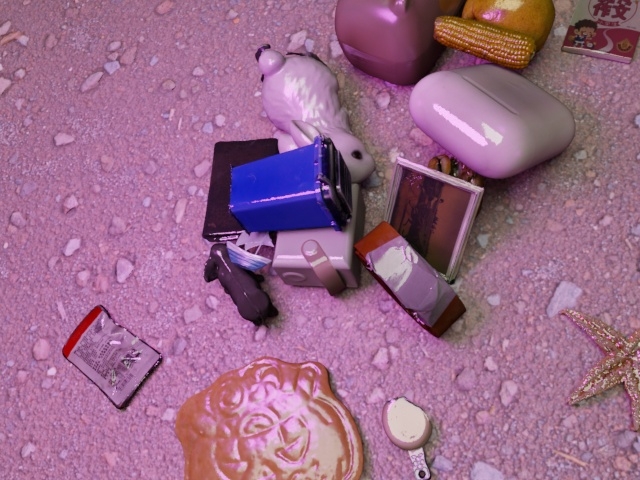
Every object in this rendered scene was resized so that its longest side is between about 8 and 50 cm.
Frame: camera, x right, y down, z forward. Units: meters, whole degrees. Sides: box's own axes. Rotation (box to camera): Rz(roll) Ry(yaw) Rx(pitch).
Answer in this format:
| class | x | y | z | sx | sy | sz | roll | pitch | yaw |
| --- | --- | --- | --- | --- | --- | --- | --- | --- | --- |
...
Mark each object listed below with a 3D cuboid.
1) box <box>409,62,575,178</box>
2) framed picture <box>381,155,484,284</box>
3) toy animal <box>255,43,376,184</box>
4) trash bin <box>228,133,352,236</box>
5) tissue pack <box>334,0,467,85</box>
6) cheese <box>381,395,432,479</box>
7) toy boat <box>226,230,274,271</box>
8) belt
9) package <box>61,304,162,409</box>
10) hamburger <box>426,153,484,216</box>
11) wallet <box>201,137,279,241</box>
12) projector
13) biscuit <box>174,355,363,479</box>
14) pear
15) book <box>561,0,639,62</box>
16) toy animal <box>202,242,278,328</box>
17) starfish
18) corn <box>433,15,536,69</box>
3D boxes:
| class | x | y | z | sx | sy | sz | roll | pitch | yaw |
| --- | --- | --- | --- | --- | --- | --- | --- | --- | --- |
| box | 0.374 | -0.266 | 1.365 | 0.349 | 0.141 | 0.288 | -23 | 58 | -43 |
| framed picture | 0.222 | -0.037 | 1.349 | 0.197 | 0.252 | 0.014 | 24 | 38 | 20 |
| toy animal | -0.017 | -0.276 | 1.480 | 0.194 | 0.258 | 0.357 | -45 | 53 | 31 |
| trash bin | -0.063 | -0.106 | 1.296 | 0.234 | 0.184 | 0.163 | -9 | 60 | 15 |
| tissue pack | 0.210 | -0.600 | 1.534 | 0.267 | 0.277 | 0.387 | 27 | 77 | 23 |
| cheese | 0.189 | 0.394 | 1.280 | 0.092 | 0.047 | 0.171 | -36 | 66 | 1 |
| toy boat | -0.150 | -0.004 | 1.367 | 0.105 | 0.034 | 0.149 | 1 | 68 | 7 |
| belt | 0.184 | 0.084 | 1.311 | 0.105 | 0.184 | 0.261 | -41 | 102 | -3 |
| package | -0.499 | 0.268 | 1.494 | 0.239 | 0.030 | 0.154 | 33 | 81 | 22 |
| hamburger | 0.296 | -0.112 | 1.377 | 0.131 | 0.185 | 0.159 | 9 | 105 | 3 |
| wallet | -0.183 | -0.126 | 1.513 | 0.170 | 0.044 | 0.321 | -4 | 50 | 3 |
| projector | 0.000 | 0.000 | 1.412 | 0.177 | 0.163 | 0.243 | 0 | 67 | 14 |
| biscuit | -0.112 | 0.430 | 1.327 | 0.385 | 0.062 | 0.365 | -23 | 65 | 4 |
| pear | 0.433 | -0.521 | 1.482 | 0.208 | 0.209 | 0.209 | -4 | 69 | 11 |
| book | 0.699 | -0.543 | 1.535 | 0.162 | 0.022 | 0.232 | 18 | 75 | 18 |
| toy animal | -0.177 | 0.088 | 1.426 | 0.114 | 0.146 | 0.245 | -46 | 66 | -6 |
| starfish | 0.586 | 0.248 | 1.245 | 0.295 | 0.048 | 0.231 | 31 | 79 | 22 |
| corn | 0.360 | -0.439 | 1.401 | 0.231 | 0.080 | 0.080 | 19 | 75 | 12 |
